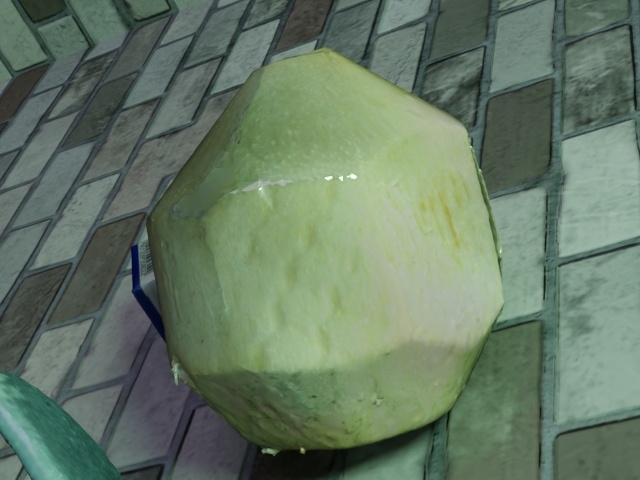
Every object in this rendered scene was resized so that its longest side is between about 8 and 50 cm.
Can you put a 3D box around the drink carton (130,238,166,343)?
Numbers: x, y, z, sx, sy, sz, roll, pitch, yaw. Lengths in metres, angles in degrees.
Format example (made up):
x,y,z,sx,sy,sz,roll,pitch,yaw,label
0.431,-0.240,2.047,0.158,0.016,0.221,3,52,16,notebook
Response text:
x,y,z,sx,sy,sz,roll,pitch,yaw,label
-0.043,0.007,1.378,0.314,0.131,0.107,-27,30,5,drink carton

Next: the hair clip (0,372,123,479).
x,y,z,sx,sy,sz,roll,pitch,yaw,label
-0.086,0.314,0.781,0.238,0.392,0.318,-54,30,7,hair clip

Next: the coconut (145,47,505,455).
x,y,z,sx,sy,sz,roll,pitch,yaw,label
0.000,0.000,1.132,0.352,0.353,0.353,-22,29,13,coconut
